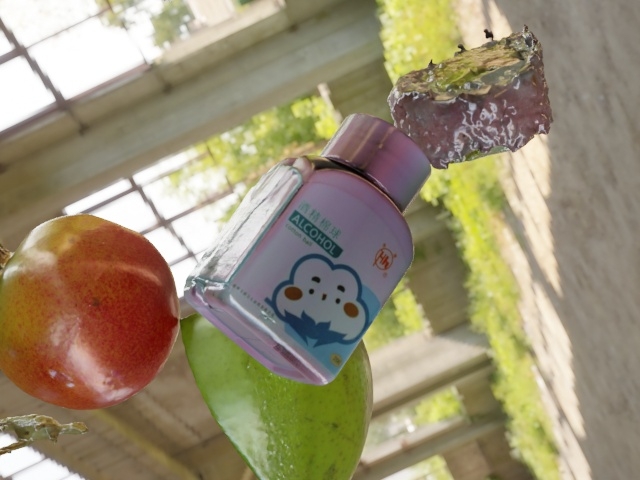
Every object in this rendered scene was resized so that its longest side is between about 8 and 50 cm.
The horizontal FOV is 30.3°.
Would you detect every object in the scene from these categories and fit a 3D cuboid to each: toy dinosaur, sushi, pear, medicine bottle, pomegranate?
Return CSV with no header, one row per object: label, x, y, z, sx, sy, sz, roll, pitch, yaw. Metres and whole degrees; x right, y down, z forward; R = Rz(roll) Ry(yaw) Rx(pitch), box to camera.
toy dinosaur,-0.392,0.251,1.605,0.162,0.126,0.039,-160,60,-66
sushi,0.154,-0.146,1.227,0.241,0.161,0.107,-77,-26,-67
pear,-0.013,0.192,1.388,0.288,0.139,0.239,22,-128,-57
medicine bottle,0.000,0.000,0.879,0.119,0.188,0.094,42,162,-21
pomegranate,-0.286,0.073,1.337,0.221,0.257,0.221,-162,90,-81
